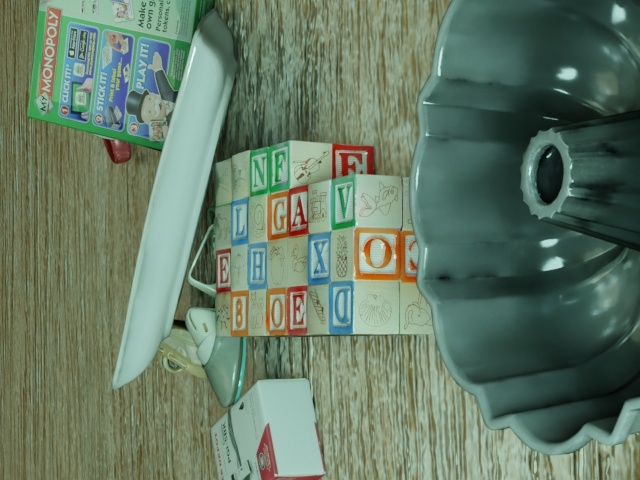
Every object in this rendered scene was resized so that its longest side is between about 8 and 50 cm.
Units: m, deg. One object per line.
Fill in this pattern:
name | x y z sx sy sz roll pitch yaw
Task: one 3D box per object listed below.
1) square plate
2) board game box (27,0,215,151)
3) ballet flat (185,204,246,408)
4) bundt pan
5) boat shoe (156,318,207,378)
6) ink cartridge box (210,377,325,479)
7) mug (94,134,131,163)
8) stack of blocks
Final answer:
square plate | -0.139 -0.055 1.522 0.344 0.049 0.347 -93 18 -78
board game box | -0.223 -0.275 1.710 0.213 0.046 0.317 16 106 24
ballet flat | -0.105 0.064 1.511 0.072 0.068 0.213 133 146 -64
bundt pan | 0.184 -0.039 0.901 0.331 0.124 0.331 -3 87 64
boat shoe | -0.162 0.120 1.680 0.170 0.063 0.059 10 92 63
ink cartridge box | -0.054 0.204 1.458 0.135 0.056 0.099 -48 47 53
mug | -0.281 -0.188 1.889 0.150 0.113 0.169 -69 27 13
stack of blocks | 0.000 0.000 1.322 0.297 0.087 0.171 173 98 -64
